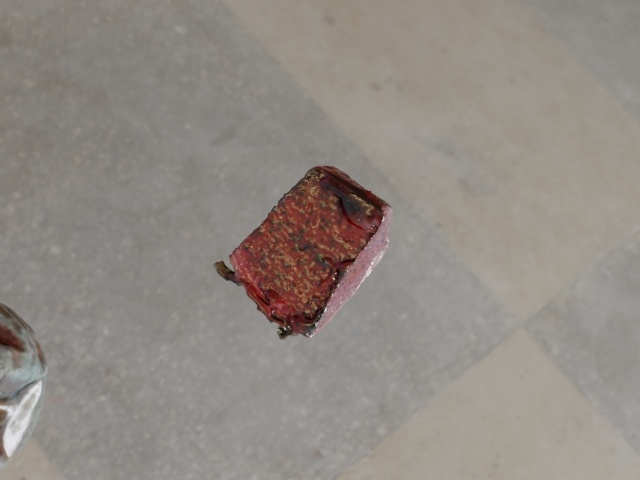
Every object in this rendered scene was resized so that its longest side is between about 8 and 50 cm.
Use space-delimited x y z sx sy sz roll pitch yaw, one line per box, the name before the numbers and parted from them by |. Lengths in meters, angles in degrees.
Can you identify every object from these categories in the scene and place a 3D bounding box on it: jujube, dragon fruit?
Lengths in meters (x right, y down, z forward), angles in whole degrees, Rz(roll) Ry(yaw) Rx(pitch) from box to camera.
jujube | -0.431 0.133 1.179 0.317 0.226 0.226 12 29 25
dragon fruit | 0.000 0.000 0.983 0.102 0.147 0.096 43 21 4
